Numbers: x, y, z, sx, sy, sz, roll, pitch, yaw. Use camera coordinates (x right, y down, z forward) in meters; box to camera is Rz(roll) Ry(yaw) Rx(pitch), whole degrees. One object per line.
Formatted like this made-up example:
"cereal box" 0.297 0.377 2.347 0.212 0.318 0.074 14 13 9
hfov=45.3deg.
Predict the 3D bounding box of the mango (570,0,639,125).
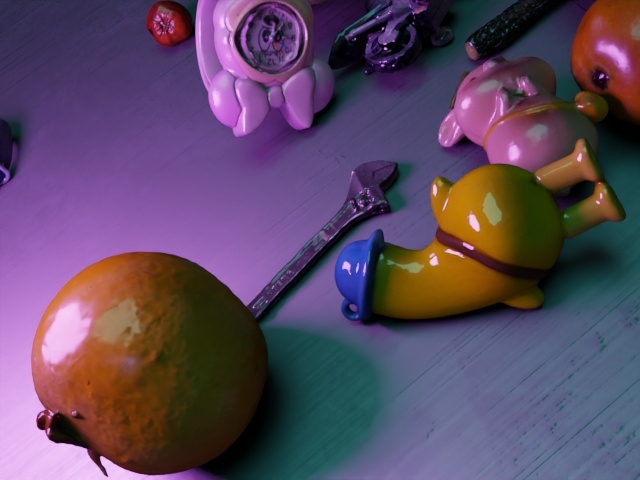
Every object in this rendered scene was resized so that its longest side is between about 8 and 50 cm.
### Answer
"mango" 0.488 -0.250 0.990 0.318 0.172 0.211 -9 51 1

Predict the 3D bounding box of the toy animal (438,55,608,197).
"toy animal" 0.274 -0.150 1.016 0.165 0.149 0.248 -16 43 -10

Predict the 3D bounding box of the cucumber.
"cucumber" 0.333 -0.369 1.212 0.257 0.043 0.044 -39 56 -10

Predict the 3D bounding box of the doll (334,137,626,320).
"doll" 0.179 0.016 0.931 0.363 0.199 0.145 -29 5 22

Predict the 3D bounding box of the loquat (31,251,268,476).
"loquat" -0.211 0.146 0.908 0.275 0.274 0.274 -10 53 14

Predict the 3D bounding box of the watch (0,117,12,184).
"watch" -0.661 -0.139 1.420 0.207 0.068 0.192 -4 58 23

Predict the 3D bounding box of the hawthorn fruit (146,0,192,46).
"hawthorn fruit" -0.288 -0.417 1.467 0.093 0.093 0.093 -10 53 14

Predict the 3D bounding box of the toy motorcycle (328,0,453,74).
"toy motorcycle" 0.139 -0.393 1.272 0.173 0.108 0.307 15 63 39

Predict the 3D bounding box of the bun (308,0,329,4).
"bun" 0.017 -0.566 1.315 0.365 0.202 0.364 -25 29 15

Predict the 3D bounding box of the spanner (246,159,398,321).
"spanner" 0.000 0.000 1.087 0.325 0.026 0.093 -45 52 -12

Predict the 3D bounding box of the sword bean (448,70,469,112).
"sword bean" 0.212 -0.229 1.178 0.012 0.012 0.083 12 63 28

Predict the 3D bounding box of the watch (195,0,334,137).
"watch" -0.108 -0.305 1.253 0.211 0.248 0.217 -9 17 -25
